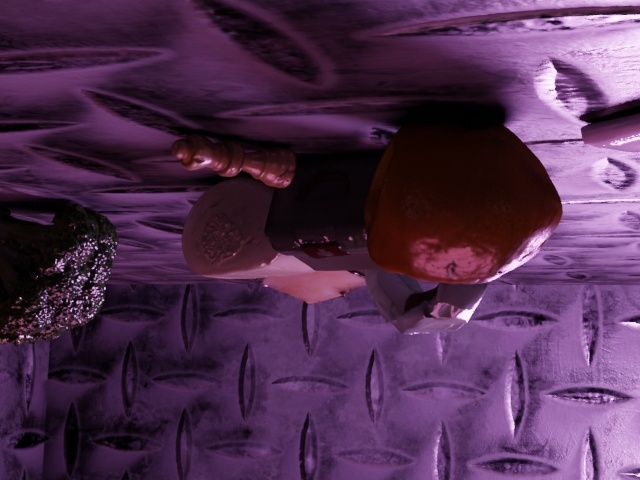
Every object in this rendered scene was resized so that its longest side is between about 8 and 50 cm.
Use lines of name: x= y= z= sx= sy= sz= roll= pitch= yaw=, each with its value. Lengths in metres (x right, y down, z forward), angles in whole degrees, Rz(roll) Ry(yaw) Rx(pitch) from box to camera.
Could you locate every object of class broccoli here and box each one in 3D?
broccoli: x=-0.542 y=0.052 z=2.078 sx=0.283 sy=0.321 sz=0.304 roll=32 pitch=161 yaw=-1

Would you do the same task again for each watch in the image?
watch: x=0.157 y=0.025 z=1.668 sx=0.162 sy=0.241 sz=0.253 roll=3 pitch=174 yaw=-27

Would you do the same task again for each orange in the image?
orange: x=0.171 y=-0.052 z=1.272 sx=0.249 sy=0.183 sz=0.249 roll=3 pitch=-168 yaw=-1

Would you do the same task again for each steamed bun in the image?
steamed bun: x=-0.088 y=-0.019 z=1.723 sx=0.250 sy=0.154 sz=0.200 roll=-6 pitch=173 yaw=42

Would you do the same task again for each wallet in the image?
wallet: x=0.384 y=-0.126 z=1.200 sx=0.095 sy=0.033 sz=0.190 roll=3 pitch=174 yaw=-29

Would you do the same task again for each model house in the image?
model house: x=0.000 y=0.000 z=1.911 sx=0.183 sy=0.172 sz=0.166 roll=-15 pitch=151 yaw=38

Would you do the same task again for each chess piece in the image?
chess piece: x=-0.115 y=-0.107 z=1.405 sx=0.172 sy=0.060 sz=0.060 roll=9 pitch=170 yaw=-35

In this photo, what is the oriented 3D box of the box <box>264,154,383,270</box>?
box: x=0.037 y=-0.036 z=1.526 sx=0.210 sy=0.147 sz=0.129 roll=-4 pitch=152 yaw=38
